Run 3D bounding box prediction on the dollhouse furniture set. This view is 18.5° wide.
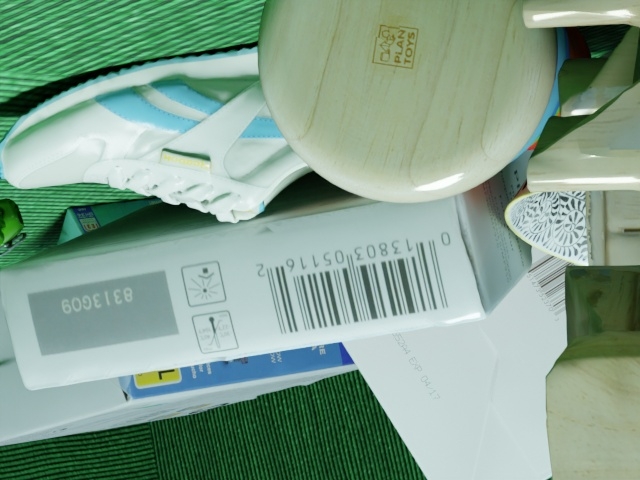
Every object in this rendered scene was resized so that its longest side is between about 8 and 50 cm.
[{"bbox_3d":[0.240,0.031,0.883,0.256,0.362,0.394,-1,-165,11],"label":"dollhouse furniture set"}]

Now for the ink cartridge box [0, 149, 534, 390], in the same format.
[{"bbox_3d":[0.000,0.000,1.356,0.308,0.091,0.385,-11,-174,19],"label":"ink cartridge box"}]

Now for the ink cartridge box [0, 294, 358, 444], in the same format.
[{"bbox_3d":[-0.142,0.094,1.924,0.270,0.151,0.395,-18,169,41],"label":"ink cartridge box"}]

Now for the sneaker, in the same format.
[{"bbox_3d":[-0.075,-0.055,1.143,0.229,0.092,0.087,-11,174,-3],"label":"sneaker"}]

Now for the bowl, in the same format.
[{"bbox_3d":[0.202,-0.038,1.190,0.170,0.080,0.170,11,164,3],"label":"bowl"}]

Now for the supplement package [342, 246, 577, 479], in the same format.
[{"bbox_3d":[0.134,0.072,1.610,0.204,0.262,0.145,-33,172,3],"label":"supplement package"}]

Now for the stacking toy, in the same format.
[{"bbox_3d":[0.081,-0.097,1.037,0.141,0.141,0.330,-15,179,17],"label":"stacking toy"}]

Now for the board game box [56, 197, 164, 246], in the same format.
[{"bbox_3d":[-0.122,0.032,1.611,0.210,0.047,0.160,-8,140,-31],"label":"board game box"}]

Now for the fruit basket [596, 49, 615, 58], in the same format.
[{"bbox_3d":[0.333,-0.098,1.250,0.353,0.165,0.327,-4,169,-33],"label":"fruit basket"}]

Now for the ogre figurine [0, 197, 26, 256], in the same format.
[{"bbox_3d":[-0.282,0.002,1.249,0.118,0.097,0.197,-34,-179,19],"label":"ogre figurine"}]
